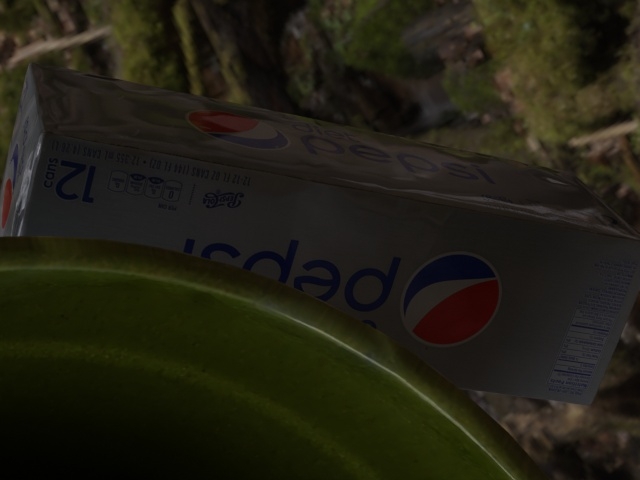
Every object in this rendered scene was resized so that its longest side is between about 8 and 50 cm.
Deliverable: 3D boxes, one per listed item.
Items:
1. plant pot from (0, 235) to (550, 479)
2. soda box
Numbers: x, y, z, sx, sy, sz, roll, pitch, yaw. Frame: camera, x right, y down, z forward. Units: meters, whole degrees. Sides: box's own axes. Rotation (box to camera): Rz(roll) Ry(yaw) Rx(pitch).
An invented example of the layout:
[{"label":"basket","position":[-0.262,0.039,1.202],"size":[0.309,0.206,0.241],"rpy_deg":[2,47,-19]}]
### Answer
[{"label":"plant pot","position":[-0.115,0.226,0.471],"size":[0.366,0.366,0.353],"rpy_deg":[57,155,5]},{"label":"soda box","position":[0.000,0.000,0.608],"size":[0.098,0.286,0.091],"rpy_deg":[-122,45,-61]}]
